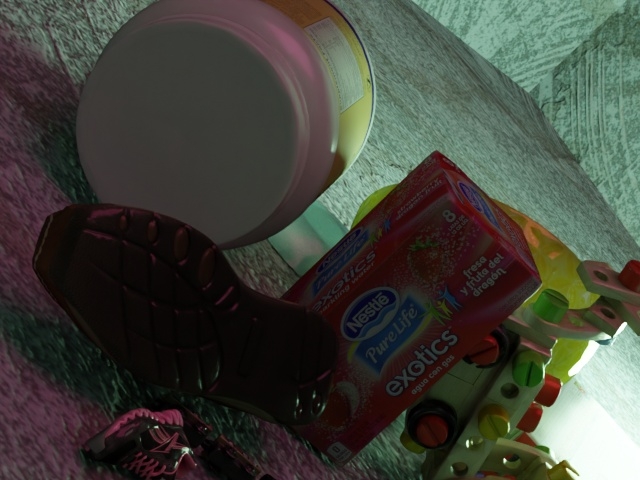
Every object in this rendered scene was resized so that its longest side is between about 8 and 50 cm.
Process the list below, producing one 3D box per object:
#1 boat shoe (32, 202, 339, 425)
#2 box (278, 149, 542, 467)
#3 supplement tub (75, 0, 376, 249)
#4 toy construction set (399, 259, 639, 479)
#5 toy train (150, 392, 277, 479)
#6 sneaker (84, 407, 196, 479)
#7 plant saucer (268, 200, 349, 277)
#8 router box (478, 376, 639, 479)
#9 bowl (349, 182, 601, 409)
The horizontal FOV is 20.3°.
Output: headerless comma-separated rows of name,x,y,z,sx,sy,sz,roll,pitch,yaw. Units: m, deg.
boat shoe,-0.118,0.066,1.421,0.120,0.123,0.324,7,-20,40
box,0.061,0.061,1.603,0.122,0.257,0.128,41,16,-17
supplement tub,-0.085,-0.124,1.708,0.241,0.241,0.331,46,16,-1
toy construction set,0.200,0.156,1.690,0.215,0.328,0.151,25,13,-8
toy train,-0.072,0.173,1.414,0.158,0.027,0.036,42,15,-16
sneaker,-0.126,0.155,1.303,0.057,0.047,0.119,63,21,14
plant saucer,0.000,0.000,1.997,0.195,0.037,0.195,43,16,-16
router box,0.326,0.312,1.990,0.301,0.082,0.335,49,16,7
bowl,0.132,0.092,1.841,0.289,0.289,0.156,41,60,-18
